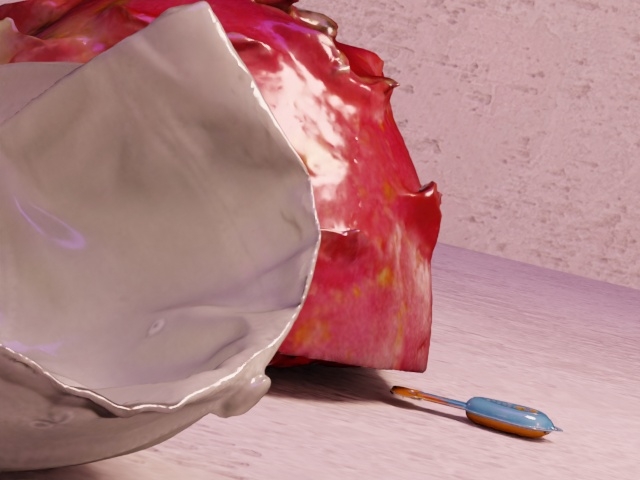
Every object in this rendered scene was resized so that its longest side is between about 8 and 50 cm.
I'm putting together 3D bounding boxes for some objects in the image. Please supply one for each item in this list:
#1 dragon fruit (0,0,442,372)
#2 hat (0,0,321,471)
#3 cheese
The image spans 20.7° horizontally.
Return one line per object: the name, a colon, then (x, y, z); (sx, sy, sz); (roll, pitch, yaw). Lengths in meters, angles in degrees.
dragon fruit: (-0.090, -0.047, 1.149); (0.386, 0.249, 0.371); (14, -1, -27)
hat: (-0.167, 0.022, 0.735); (0.301, 0.168, 0.258); (-12, 10, 35)
cheese: (0.098, 0.106, 1.098); (0.111, 0.017, 0.047); (14, 1, 8)
